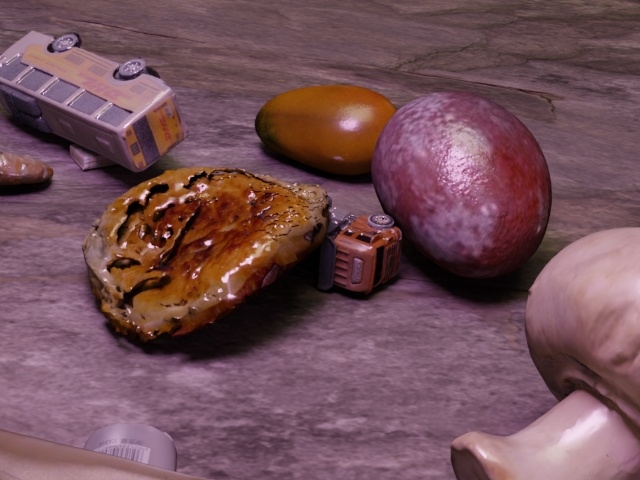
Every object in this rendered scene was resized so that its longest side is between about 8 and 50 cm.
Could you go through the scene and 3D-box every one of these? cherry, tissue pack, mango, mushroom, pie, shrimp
[{"bbox_3d":[0.180,-0.076,1.507,0.236,0.212,0.285,12,29,-17],"label":"cherry"},{"bbox_3d":[-0.298,-0.128,1.705,0.108,0.023,0.056,-13,33,-30],"label":"tissue pack"},{"bbox_3d":[0.016,-0.166,1.740,0.221,0.120,0.151,14,31,29],"label":"mango"},{"bbox_3d":[0.305,0.118,1.131,0.356,0.315,0.315,5,29,-2],"label":"mushroom"},{"bbox_3d":[-0.143,0.001,1.379,0.308,0.085,0.308,-9,39,7],"label":"pie"},{"bbox_3d":[-0.468,-0.110,1.586,0.223,0.047,0.126,10,10,-26],"label":"shrimp"}]

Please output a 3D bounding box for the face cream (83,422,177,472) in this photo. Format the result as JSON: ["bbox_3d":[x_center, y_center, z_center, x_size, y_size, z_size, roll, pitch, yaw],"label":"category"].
[{"bbox_3d":[-0.179,0.262,0.992,0.107,0.073,0.269,-9,29,5],"label":"face cream"}]

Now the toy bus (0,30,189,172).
[{"bbox_3d":[-0.332,-0.202,1.700,0.343,0.097,0.138,24,57,37],"label":"toy bus"}]

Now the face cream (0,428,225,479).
[{"bbox_3d":[-0.223,0.212,0.961,0.341,0.084,0.137,7,47,41],"label":"face cream"}]

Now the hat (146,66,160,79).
[{"bbox_3d":[-0.310,-0.233,1.859,0.121,0.050,0.121,-1,27,1],"label":"hat"}]

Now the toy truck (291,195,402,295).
[{"bbox_3d":[0.000,0.000,1.482,0.192,0.083,0.092,20,32,24],"label":"toy truck"}]
